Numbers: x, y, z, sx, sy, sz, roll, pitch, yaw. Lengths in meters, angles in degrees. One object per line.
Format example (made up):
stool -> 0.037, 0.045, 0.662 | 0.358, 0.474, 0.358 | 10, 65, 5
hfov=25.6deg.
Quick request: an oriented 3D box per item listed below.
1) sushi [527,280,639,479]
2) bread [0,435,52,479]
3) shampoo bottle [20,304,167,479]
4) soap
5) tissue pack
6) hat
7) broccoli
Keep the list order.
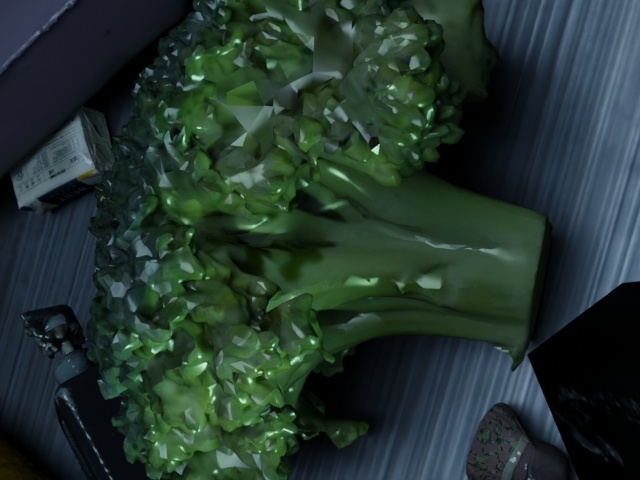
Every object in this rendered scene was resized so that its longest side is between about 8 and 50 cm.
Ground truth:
sushi -> 0.281, 0.102, 0.734 | 0.227, 0.215, 0.212 | -27, 99, -14
bread -> -0.276, 0.200, 1.117 | 0.344, 0.084, 0.124 | 28, 119, 29
shampoo bottle -> -0.130, 0.177, 1.028 | 0.071, 0.098, 0.309 | -28, 66, -11
soap -> -0.275, -0.207, 1.137 | 0.296, 0.107, 0.285 | -40, 59, 16
tissue pack -> -0.209, -0.064, 1.137 | 0.083, 0.042, 0.062 | -26, 69, 24
hat -> 0.133, 0.145, 0.926 | 0.058, 0.042, 0.087 | -66, 27, 6
broccoli -> -0.018, -0.017, 0.906 | 0.317, 0.277, 0.338 | -16, 84, 6
